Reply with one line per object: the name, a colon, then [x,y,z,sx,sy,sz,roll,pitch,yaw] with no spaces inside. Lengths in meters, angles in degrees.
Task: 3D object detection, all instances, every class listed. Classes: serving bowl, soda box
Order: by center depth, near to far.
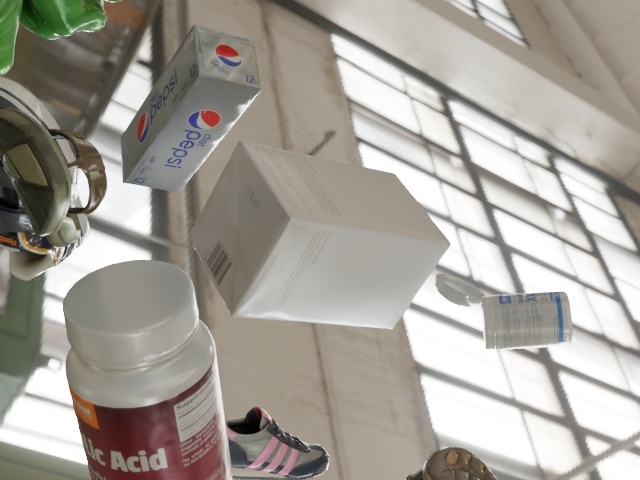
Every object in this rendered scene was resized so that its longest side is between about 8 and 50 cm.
soda box: [-0.195,-0.183,1.413,0.286,0.098,0.091,-43,-133,47]
serving bowl: [0.212,0.081,1.500,0.027,0.083,0.083,-67,-154,14]

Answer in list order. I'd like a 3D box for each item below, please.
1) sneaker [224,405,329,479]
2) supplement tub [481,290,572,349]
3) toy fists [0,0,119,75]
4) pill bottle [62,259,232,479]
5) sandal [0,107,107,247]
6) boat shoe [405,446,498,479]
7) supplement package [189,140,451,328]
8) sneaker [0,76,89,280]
sneaker: [-0.099,0.397,1.920,0.112,0.319,0.131,20,-83,49]
supplement tub: [0.259,0.101,1.226,0.071,0.107,0.071,-4,90,-84]
toy fists: [-0.209,-0.176,0.627,0.279,0.096,0.142,-42,165,-37]
pill bottle: [-0.263,0.242,1.487,0.224,0.224,0.392,-115,-162,-57]
sandal: [-0.256,-0.066,0.949,0.086,0.120,0.303,-26,180,-12]
boat shoe: [0.212,0.405,1.122,0.130,0.355,0.132,-39,175,26]
supplement package: [0.000,0.000,1.372,0.175,0.293,0.177,-59,-137,26]
sneaker: [-0.411,-0.068,1.338,0.127,0.126,0.321,-53,153,-33]
